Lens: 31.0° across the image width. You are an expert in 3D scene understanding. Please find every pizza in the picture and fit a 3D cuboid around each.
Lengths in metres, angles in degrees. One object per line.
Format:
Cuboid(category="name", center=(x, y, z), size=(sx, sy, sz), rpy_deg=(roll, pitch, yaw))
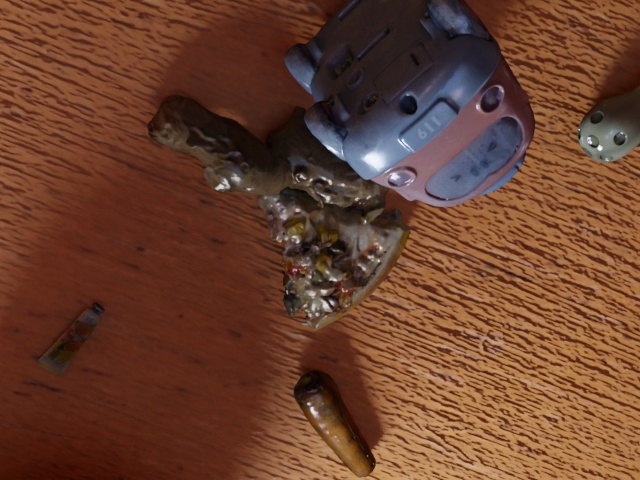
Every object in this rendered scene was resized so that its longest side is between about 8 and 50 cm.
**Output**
Cuboid(category="pizza", center=(0.000, 0.000, 1.376), size=(0.195, 0.052, 0.185), rpy_deg=(42, 89, -20))

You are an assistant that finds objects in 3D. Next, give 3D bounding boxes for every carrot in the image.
Cuboid(category="carrot", center=(0.019, 0.231, 1.449), size=(0.055, 0.055, 0.161), rpy_deg=(-32, 118, -3))

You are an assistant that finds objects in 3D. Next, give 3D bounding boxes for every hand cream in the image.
Cuboid(category="hand cream", center=(-0.289, 0.115, 1.353), size=(0.035, 0.022, 0.102), rpy_deg=(36, 99, -26))

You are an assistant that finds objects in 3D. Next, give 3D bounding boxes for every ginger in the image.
Cuboid(category="ginger", center=(-0.051, -0.100, 1.312), size=(0.290, 0.084, 0.122), rpy_deg=(11, 86, -17))

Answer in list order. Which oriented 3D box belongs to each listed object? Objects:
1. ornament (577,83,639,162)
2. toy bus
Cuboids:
Cuboid(category="ornament", center=(0.384, -0.158, 1.417), size=(0.156, 0.081, 0.075), rpy_deg=(-43, 77, -3))
Cuboid(category="toy bus", center=(0.116, -0.158, 1.239), size=(0.197, 0.294, 0.232), rpy_deg=(-42, 124, 15))
